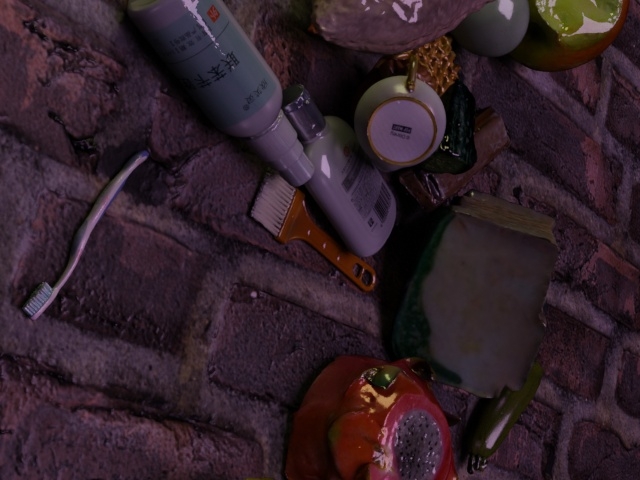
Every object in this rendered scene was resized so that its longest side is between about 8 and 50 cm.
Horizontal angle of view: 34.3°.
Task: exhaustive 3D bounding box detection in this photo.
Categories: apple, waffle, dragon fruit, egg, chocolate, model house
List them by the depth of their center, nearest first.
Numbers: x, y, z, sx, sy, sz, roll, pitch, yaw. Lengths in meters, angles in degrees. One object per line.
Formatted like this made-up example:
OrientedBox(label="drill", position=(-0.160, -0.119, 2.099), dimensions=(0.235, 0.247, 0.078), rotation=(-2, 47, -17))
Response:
OrientedBox(label="dragon fruit", position=(0.096, 0.308, 1.580), dimensions=(0.290, 0.189, 0.290), rotation=(0, 90, -50))
OrientedBox(label="model house", position=(0.278, 0.076, 1.790), dimensions=(0.284, 0.243, 0.298), rotation=(-46, 154, -69))
OrientedBox(label="waffle", position=(0.184, -0.288, 1.798), dimensions=(0.191, 0.038, 0.191), rotation=(0, 90, -50))
OrientedBox(label="egg", position=(0.287, -0.416, 1.830), dimensions=(0.149, 0.149, 0.192), rotation=(-43, 105, -40))
OrientedBox(label="chocolate", position=(0.250, -0.151, 1.837), dimensions=(0.102, 0.065, 0.329), rotation=(55, 45, -3))
OrientedBox(label="apple", position=(0.446, -0.438, 1.947), dimensions=(0.226, 0.246, 0.246), rotation=(-33, 115, -36))

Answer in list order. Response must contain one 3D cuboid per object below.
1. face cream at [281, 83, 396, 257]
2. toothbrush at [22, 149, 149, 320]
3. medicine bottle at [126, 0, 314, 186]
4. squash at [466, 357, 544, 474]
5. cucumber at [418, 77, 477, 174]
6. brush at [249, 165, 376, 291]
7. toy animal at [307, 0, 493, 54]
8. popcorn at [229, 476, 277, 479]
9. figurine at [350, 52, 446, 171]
OrientedBox(label="face cream", position=(0.023, -0.111, 1.583), dimensions=(0.291, 0.071, 0.144), rotation=(54, 42, -36))
OrientedBox(label="toothbrush", position=(-0.283, -0.014, 1.271), dimensions=(0.027, 0.021, 0.269), rotation=(57, 50, -40))
OrientedBox(label="medicine bottle", position=(-0.115, -0.206, 1.397), dimensions=(0.352, 0.110, 0.110), rotation=(53, 53, -35))
OrientedBox(label="squash", position=(0.351, 0.311, 1.968), dimensions=(0.071, 0.080, 0.318), rotation=(40, 50, 4))
OrientedBox(label="cucumber", position=(0.216, -0.172, 1.697), dimensions=(0.086, 0.115, 0.193), rotation=(15, 50, -7))
OrientedBox(label="brush", position=(0.000, 0.000, 1.605), dimensions=(0.314, 0.017, 0.090), rotation=(39, 64, -43))
OrientedBox(label="toy animal", position=(0.110, -0.404, 1.599), dimensions=(0.358, 0.188, 0.226), rotation=(-29, 79, -32))
OrientedBox(label="popcorn", position=(-0.103, 0.408, 1.336), dimensions=(0.200, 0.226, 0.203), rotation=(-14, 60, -13))
OrientedBox(label="figurine", position=(0.120, -0.198, 1.592), dimensions=(0.263, 0.142, 0.189), rotation=(-83, -168, -70))
